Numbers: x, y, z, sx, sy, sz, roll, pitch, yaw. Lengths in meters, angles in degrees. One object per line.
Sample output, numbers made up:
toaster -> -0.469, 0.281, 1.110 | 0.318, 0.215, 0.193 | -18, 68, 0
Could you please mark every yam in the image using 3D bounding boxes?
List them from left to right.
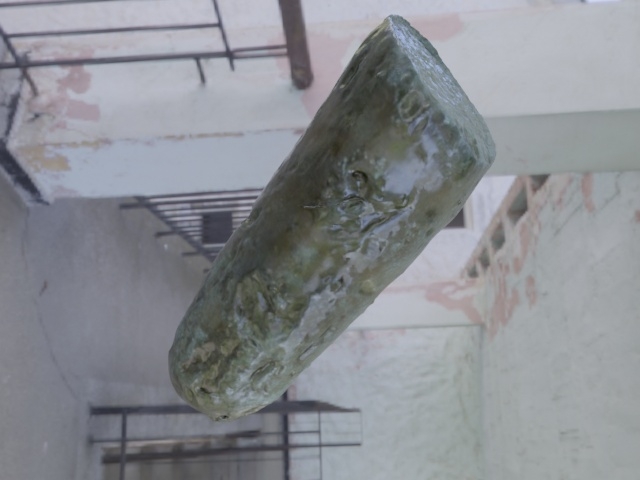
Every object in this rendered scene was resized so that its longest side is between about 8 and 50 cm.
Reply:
yam -> 0.000, 0.000, 0.543 | 0.330, 0.133, 0.133 | -51, -175, 11
